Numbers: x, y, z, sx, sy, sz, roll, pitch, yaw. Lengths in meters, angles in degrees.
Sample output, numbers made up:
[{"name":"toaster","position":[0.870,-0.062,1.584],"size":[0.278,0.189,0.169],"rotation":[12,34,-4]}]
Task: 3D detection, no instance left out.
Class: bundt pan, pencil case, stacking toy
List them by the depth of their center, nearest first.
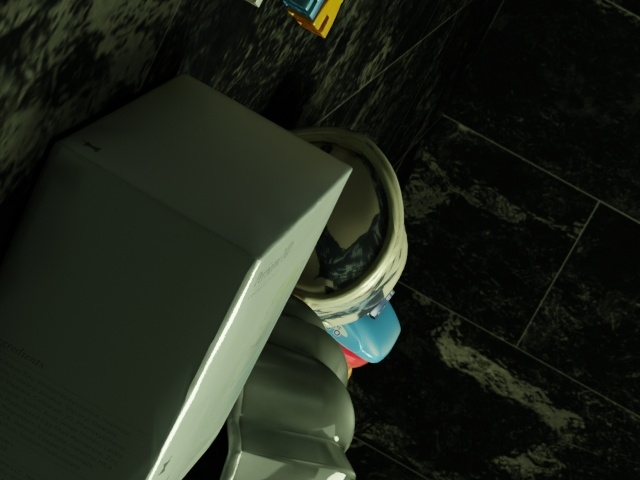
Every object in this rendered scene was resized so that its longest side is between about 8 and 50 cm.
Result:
[{"name":"bundt pan","position":[-0.072,0.181,1.420],"size":[0.331,0.124,0.331],"rotation":[-167,-90,-68]},{"name":"pencil case","position":[0.000,0.000,1.766],"size":[0.410,0.159,0.184],"rotation":[59,43,-84]},{"name":"stacking toy","position":[-0.062,0.158,2.243],"size":[0.302,0.175,0.166],"rotation":[-48,179,20]}]

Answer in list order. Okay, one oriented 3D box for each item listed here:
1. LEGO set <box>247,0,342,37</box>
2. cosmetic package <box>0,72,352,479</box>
[{"name":"LEGO set","position":[-0.009,-0.186,1.123],"size":[0.093,0.087,0.227],"rotation":[-60,176,1]},{"name":"cosmetic package","position":[-0.107,0.041,1.136],"size":[0.225,0.138,0.224],"rotation":[-64,174,20]}]
